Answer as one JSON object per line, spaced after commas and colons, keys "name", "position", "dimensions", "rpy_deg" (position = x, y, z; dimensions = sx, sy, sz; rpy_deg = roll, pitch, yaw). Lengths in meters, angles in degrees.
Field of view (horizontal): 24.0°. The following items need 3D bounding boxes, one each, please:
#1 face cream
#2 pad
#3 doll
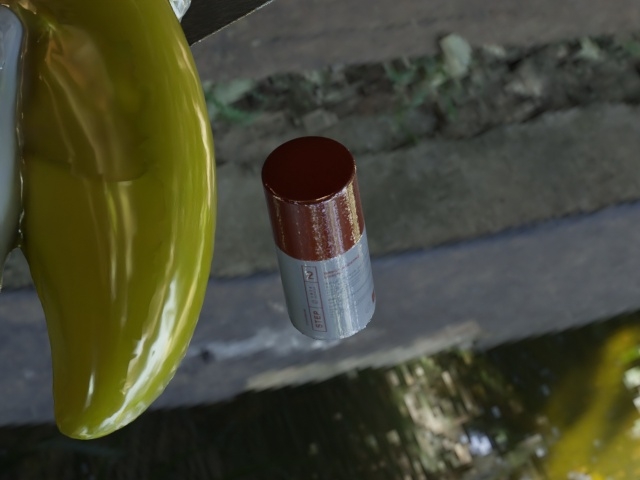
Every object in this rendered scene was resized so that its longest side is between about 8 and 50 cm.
{"name": "face cream", "position": [0.000, 0.000, 1.530], "dimensions": [0.096, 0.096, 0.214], "rpy_deg": [-19, 139, -8]}
{"name": "pad", "position": [-0.065, -0.137, 0.844], "dimensions": [0.158, 0.003, 0.235], "rpy_deg": [-3, -156, 37]}
{"name": "doll", "position": [-0.150, -0.033, 0.427], "dimensions": [0.237, 0.252, 0.111], "rpy_deg": [1, 159, -13]}
